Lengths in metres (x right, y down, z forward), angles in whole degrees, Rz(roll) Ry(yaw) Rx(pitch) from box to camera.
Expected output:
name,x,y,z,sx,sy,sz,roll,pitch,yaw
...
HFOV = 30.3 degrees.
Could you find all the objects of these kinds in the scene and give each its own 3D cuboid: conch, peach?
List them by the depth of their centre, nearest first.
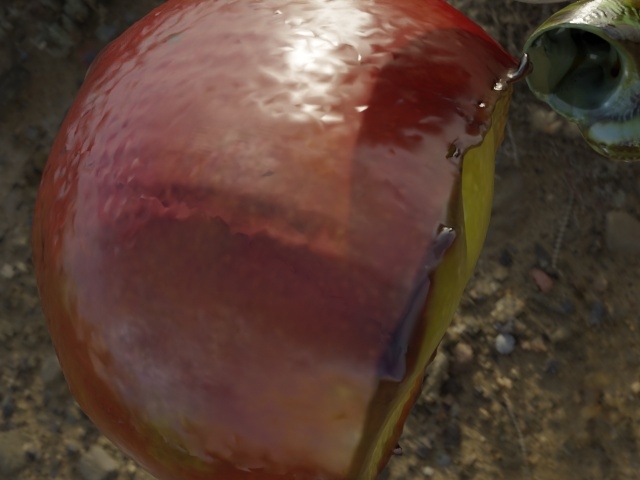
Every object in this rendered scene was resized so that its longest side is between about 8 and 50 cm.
name,x,y,z,sx,sy,sz,roll,pitch,yaw
peach,0.000,0.000,0.591,0.281,0.281,0.338,-45,32,2
conch,0.309,-0.170,1.238,0.187,0.181,0.124,10,39,15

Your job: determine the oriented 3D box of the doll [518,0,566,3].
name,x,y,z,sx,sy,sz,roll,pitch,yaw
doll,0.147,-0.224,0.847,0.107,0.110,0.180,-36,15,6
